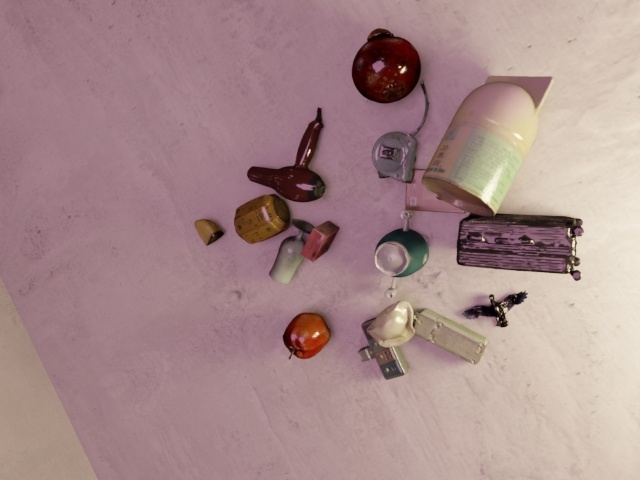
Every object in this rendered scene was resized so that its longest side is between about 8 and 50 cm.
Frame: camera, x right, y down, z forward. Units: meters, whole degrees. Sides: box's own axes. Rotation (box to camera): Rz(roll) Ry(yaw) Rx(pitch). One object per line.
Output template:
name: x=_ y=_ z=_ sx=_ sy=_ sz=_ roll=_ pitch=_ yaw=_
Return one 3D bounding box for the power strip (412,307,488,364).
power strip: x=0.402 y=0.304 z=1.823 sx=0.288 sy=0.053 sz=0.093 roll=26 pitch=109 yaw=20

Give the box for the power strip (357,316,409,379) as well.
power strip: x=0.203 y=0.380 z=1.929 sx=0.145 sy=0.061 sz=0.216 roll=-25 pitch=86 yaw=32

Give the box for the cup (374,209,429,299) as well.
cup: x=0.252 y=0.047 z=1.788 sx=0.167 sy=0.173 sz=0.300 roll=14 pitch=103 yaw=21

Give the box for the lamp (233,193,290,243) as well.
lamp: x=-0.212 y=-0.078 z=1.995 sx=0.185 sy=0.161 sz=0.161 roll=-20 pitch=89 yaw=26

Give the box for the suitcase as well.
suitcase: x=0.578 y=0.008 z=1.600 sx=0.335 sy=0.229 sz=0.152 roll=4 pitch=100 yaw=24

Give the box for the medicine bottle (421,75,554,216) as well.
medicine bottle: x=0.484 y=-0.296 z=1.579 sx=0.235 sy=0.236 sz=0.406 roll=27 pitch=86 yaw=19

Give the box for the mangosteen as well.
mangosteen: x=0.199 y=-0.556 z=1.723 sx=0.215 sy=0.215 sz=0.258 roll=-26 pitch=56 yaw=25

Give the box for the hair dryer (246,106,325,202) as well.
hair dryer: x=-0.090 y=-0.317 z=1.949 sx=0.312 sy=0.123 sz=0.340 roll=22 pitch=96 yaw=31

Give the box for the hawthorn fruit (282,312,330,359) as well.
hawthorn fruit: x=-0.062 y=0.353 z=1.968 sx=0.157 sy=0.194 sz=0.157 roll=25 pitch=140 yaw=23

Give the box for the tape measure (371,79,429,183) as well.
tape measure: x=0.254 y=-0.357 z=1.774 sx=0.164 sy=0.084 sz=0.330 roll=12 pitch=101 yaw=26

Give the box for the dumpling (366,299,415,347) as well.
dumpling: x=0.251 y=0.285 z=1.825 sx=0.134 sy=0.100 sz=0.169 roll=42 pitch=90 yaw=-4

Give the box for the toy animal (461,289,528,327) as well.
toy animal: x=0.559 y=0.222 z=1.744 sx=0.220 sy=0.062 sz=0.108 roll=-28 pitch=67 yaw=26

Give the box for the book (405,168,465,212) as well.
book: x=0.374 y=-0.162 z=1.787 sx=0.198 sy=0.016 sz=0.138 roll=5 pitch=100 yaw=24

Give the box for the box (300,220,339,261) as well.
box: x=0.000 y=0.000 z=1.907 sx=0.060 sy=0.156 sz=0.111 roll=33 pitch=111 yaw=10

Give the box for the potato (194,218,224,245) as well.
potato: x=-0.434 y=-0.047 z=2.145 sx=0.103 sy=0.066 sz=0.096 roll=55 pitch=139 yaw=3

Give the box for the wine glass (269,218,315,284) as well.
wine glass: x=-0.103 y=0.043 z=1.991 sx=0.103 sy=0.103 sz=0.231 roll=34 pitch=114 yaw=17
